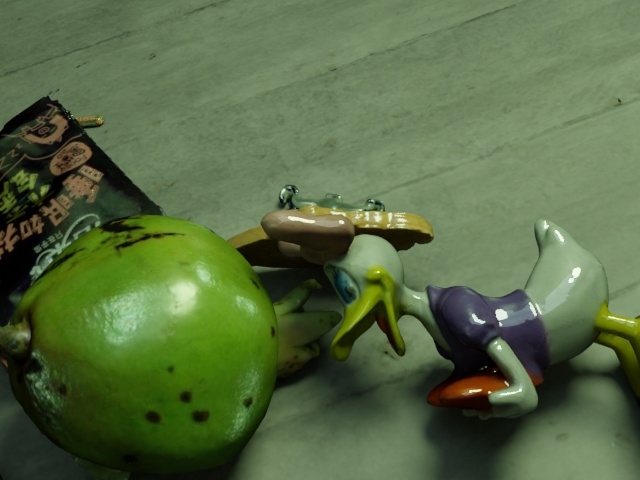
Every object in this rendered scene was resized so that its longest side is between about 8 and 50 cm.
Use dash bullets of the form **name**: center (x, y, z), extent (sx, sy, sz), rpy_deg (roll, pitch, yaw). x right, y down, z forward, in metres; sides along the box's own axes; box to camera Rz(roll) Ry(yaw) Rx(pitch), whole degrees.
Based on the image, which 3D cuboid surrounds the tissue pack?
- **tissue pack**: center (-0.332, -0.011, 1.029), extent (0.245, 0.123, 0.332), rpy_deg (-39, 51, -13)

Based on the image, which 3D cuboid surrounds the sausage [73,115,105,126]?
- **sausage**: center (-0.354, -0.168, 1.224), extent (0.100, 0.015, 0.015), rpy_deg (-3, 51, 9)

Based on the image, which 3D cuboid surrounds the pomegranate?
- **pomegranate**: center (-0.135, 0.097, 0.834), extent (0.340, 0.261, 0.260), rpy_deg (-11, 42, -37)

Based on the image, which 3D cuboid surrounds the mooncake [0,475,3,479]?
- **mooncake**: center (-0.421, 0.284, 0.759), extent (0.290, 0.161, 0.291), rpy_deg (-3, 62, 6)

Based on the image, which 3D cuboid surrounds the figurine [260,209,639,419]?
- **figurine**: center (0.151, 0.066, 0.795), extent (0.420, 0.154, 0.193), rpy_deg (7, 78, 5)

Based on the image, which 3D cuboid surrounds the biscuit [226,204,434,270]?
- **biscuit**: center (0.000, 0.000, 0.931), extent (0.250, 0.162, 0.035), rpy_deg (-8, 62, 20)

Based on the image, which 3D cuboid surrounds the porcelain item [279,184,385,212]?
- **porcelain item**: center (0.005, -0.025, 1.028), extent (0.136, 0.021, 0.075), rpy_deg (11, 54, 20)
